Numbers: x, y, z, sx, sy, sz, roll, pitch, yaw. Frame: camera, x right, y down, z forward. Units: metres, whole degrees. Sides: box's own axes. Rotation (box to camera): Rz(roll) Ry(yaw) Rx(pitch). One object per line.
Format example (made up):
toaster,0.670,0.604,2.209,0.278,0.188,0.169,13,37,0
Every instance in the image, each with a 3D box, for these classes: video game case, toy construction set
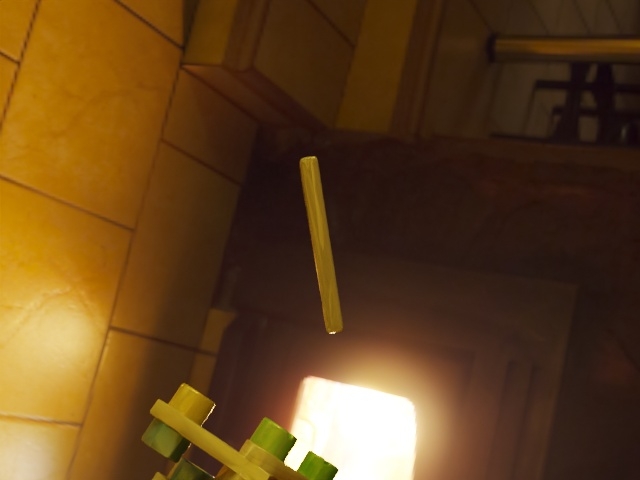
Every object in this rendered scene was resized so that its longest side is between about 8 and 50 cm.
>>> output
video game case,0.000,0.000,1.088,0.173,0.022,0.191,-104,-174,-86
toy construction set,0.016,0.235,0.629,0.151,0.327,0.215,-46,131,-2
